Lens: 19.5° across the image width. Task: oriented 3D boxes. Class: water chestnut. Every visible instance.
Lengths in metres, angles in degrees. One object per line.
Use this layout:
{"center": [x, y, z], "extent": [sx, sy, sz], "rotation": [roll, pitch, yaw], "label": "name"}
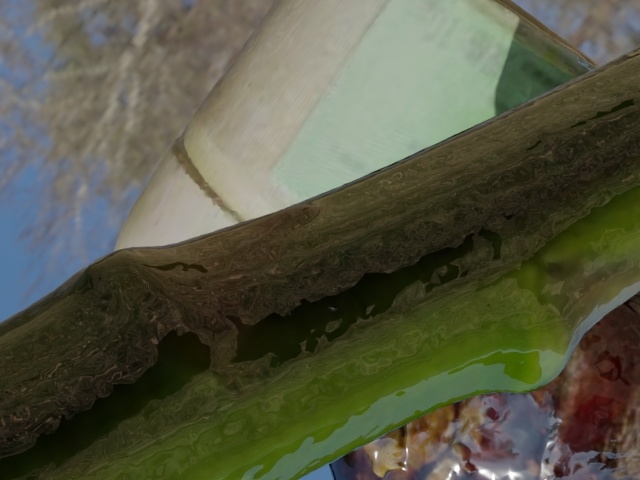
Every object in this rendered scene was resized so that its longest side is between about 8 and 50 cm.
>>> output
{"center": [0.117, 0.069, 0.971], "extent": [0.238, 0.224, 0.224], "rotation": [8, -135, -21], "label": "water chestnut"}

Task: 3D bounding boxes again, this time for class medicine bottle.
{"center": [0.000, 0.000, 1.240], "extent": [0.235, 0.406, 0.236], "rotation": [34, -169, -8], "label": "medicine bottle"}

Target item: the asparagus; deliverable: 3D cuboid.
{"center": [-0.010, 0.024, 0.417], "extent": [0.277, 0.060, 0.067], "rotation": [-23, -87, -29], "label": "asparagus"}
